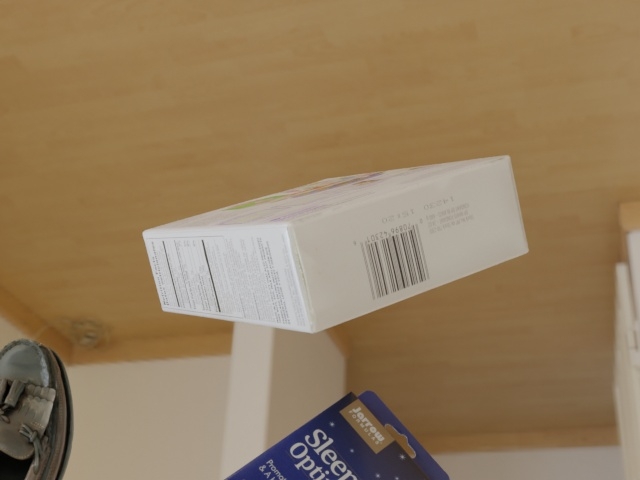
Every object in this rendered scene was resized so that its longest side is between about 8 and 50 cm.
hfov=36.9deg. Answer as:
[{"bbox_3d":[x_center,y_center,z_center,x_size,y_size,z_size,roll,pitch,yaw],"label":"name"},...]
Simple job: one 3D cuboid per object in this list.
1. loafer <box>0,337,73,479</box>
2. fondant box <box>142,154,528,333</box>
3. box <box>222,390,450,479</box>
[{"bbox_3d":[-0.280,0.205,0.836,0.096,0.268,0.084,1,152,5],"label":"loafer"},{"bbox_3d":[0.000,0.000,0.932,0.238,0.096,0.330,-18,-171,-29],"label":"fondant box"},{"bbox_3d":[0.018,0.241,0.946,0.225,0.136,0.036,-29,156,-35],"label":"box"}]
